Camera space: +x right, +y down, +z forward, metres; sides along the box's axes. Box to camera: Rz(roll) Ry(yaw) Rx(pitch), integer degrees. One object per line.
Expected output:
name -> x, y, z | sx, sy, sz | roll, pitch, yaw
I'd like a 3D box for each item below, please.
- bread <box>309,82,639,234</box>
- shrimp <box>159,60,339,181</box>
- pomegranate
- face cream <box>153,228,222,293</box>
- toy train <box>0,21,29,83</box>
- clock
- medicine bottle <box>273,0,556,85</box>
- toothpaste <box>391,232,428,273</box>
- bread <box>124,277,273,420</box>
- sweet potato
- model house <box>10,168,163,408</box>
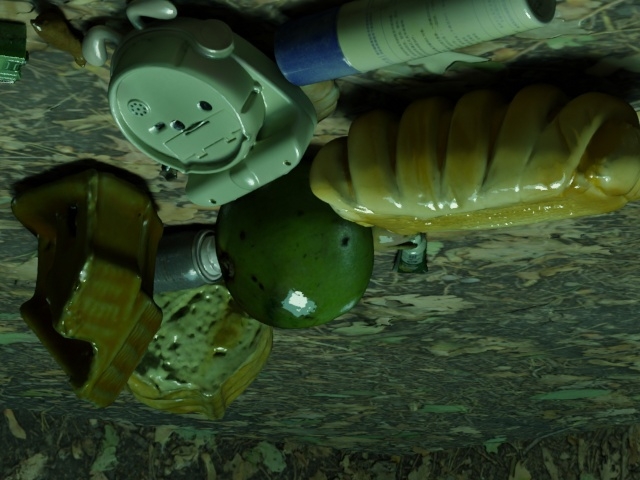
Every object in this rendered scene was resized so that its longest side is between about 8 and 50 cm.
bread -> 0.157, -0.076, 1.489 | 0.311, 0.121, 0.173 | -6, 167, 24
shrimp -> -0.067, -0.116, 1.486 | 0.145, 0.059, 0.254 | -4, 163, -22
pomegranate -> 0.000, -0.002, 1.705 | 0.225, 0.187, 0.187 | -12, 170, -21
face cream -> -0.226, 0.033, 2.010 | 0.283, 0.073, 0.073 | -9, 163, 32
toy train -> -0.290, -0.162, 1.350 | 0.093, 0.038, 0.056 | 6, 162, -19
clock -> -0.110, -0.119, 1.344 | 0.191, 0.062, 0.151 | 42, 139, -22
medicine bottle -> 0.070, -0.171, 1.258 | 0.230, 0.059, 0.059 | -10, 162, 35
toothpaste -> 0.115, 0.018, 2.027 | 0.049, 0.032, 0.204 | 2, 167, 2
bread -> -0.177, 0.136, 2.190 | 0.196, 0.238, 0.252 | 41, 160, 5
sweet potato -> -0.216, -0.171, 1.338 | 0.026, 0.026, 0.115 | -3, 170, 14
model house -> -0.270, 0.062, 1.803 | 0.173, 0.239, 0.268 | 0, 166, 6
